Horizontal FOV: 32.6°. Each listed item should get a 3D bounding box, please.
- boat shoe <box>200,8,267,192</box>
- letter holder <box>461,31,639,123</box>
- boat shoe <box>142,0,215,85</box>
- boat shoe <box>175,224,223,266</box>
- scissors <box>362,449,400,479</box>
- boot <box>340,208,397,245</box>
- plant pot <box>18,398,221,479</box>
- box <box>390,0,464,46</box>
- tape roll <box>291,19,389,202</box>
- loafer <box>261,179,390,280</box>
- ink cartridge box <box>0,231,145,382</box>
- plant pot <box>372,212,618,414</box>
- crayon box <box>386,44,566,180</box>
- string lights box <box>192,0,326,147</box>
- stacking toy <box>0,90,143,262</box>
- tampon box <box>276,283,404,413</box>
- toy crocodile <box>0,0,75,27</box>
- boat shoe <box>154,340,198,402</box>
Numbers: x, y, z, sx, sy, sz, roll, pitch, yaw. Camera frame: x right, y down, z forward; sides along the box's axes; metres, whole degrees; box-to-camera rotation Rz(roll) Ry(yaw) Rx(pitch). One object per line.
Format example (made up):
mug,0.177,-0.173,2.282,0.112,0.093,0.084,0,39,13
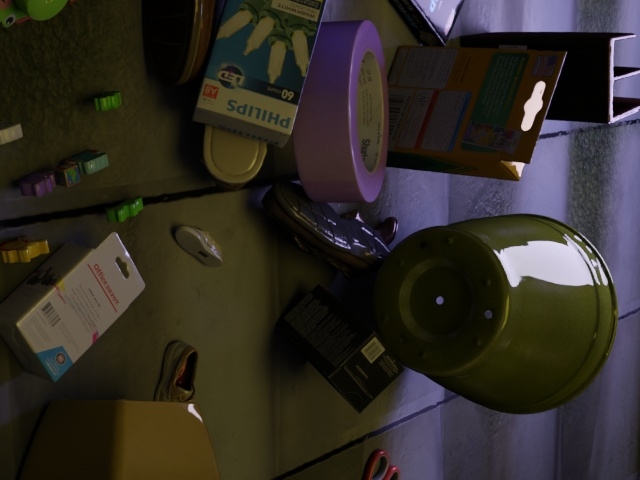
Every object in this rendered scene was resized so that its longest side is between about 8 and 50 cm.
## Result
boat shoe,-0.104,-0.228,1.567,0.097,0.117,0.324,126,-27,-77
letter holder,0.449,-0.318,2.060,0.214,0.302,0.152,-20,113,-47
boat shoe,-0.164,-0.359,1.453,0.104,0.111,0.307,-7,103,-49
boat shoe,-0.174,0.000,1.583,0.100,0.035,0.035,41,39,-42
scissors,0.055,0.499,1.971,0.297,0.021,0.109,-47,132,-36
boot,0.081,-0.027,1.887,0.114,0.037,0.106,48,59,-39
plant pot,-0.257,0.300,1.417,0.212,0.212,0.187,12,76,-51
box,0.199,-0.478,1.920,0.175,0.051,0.220,44,63,-46
tape roll,0.034,-0.194,1.665,0.275,0.090,0.274,1,90,-75
loafer,0.000,0.000,1.743,0.302,0.095,0.109,27,32,-49
ink cartridge box,-0.318,0.077,1.395,0.181,0.062,0.104,-48,132,-33
plant pot,0.270,0.114,1.847,0.353,0.367,0.366,11,89,-58
crayon box,0.249,-0.213,1.819,0.083,0.323,0.203,35,71,-48
string lights box,-0.076,-0.271,1.488,0.133,0.077,0.259,16,77,-9
stacking toy,-0.322,-0.085,1.372,0.221,0.052,0.167,-29,121,-46
tampon box,0.031,0.170,1.743,0.101,0.161,0.120,-43,133,-6
toy crocodile,-0.306,-0.323,1.291,0.340,0.115,0.105,-38,158,-39
boat shoe,-0.204,0.214,1.575,0.050,0.045,0.135,2,96,-51
